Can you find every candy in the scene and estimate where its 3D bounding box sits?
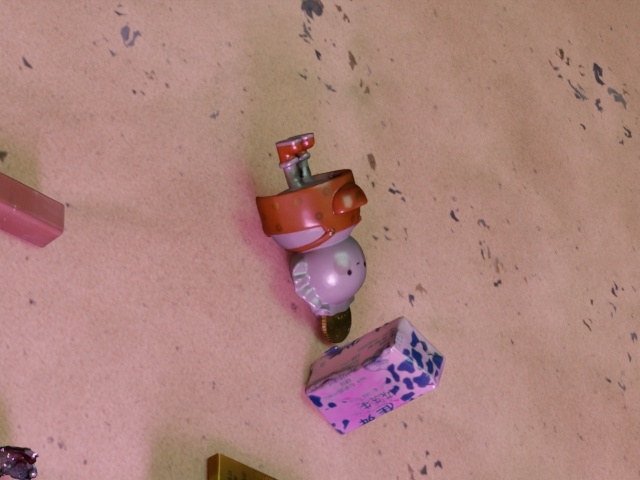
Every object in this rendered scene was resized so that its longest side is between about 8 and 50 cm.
[{"bbox_3d":[0.066,0.167,2.182,0.092,0.160,0.073,47,32,-21],"label":"candy"}]

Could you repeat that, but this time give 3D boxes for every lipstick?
[{"bbox_3d":[-0.346,-0.043,1.897,0.145,0.045,0.045,29,42,-37],"label":"lipstick"}]

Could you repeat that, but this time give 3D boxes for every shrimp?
[{"bbox_3d":[-0.340,0.252,1.686,0.174,0.076,0.082,-47,145,-60],"label":"shrimp"}]

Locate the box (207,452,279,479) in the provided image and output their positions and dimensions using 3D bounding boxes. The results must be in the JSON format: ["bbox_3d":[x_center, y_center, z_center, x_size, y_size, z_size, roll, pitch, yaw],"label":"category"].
[{"bbox_3d":[-0.068,0.310,2.021,0.156,0.022,0.089,29,46,-39],"label":"box"}]

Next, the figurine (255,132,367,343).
[{"bbox_3d":[-0.008,-0.002,2.260,0.143,0.143,0.271,-30,123,-57],"label":"figurine"}]
